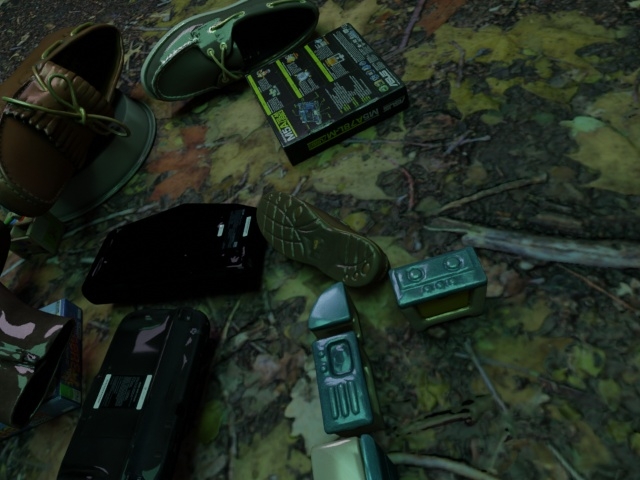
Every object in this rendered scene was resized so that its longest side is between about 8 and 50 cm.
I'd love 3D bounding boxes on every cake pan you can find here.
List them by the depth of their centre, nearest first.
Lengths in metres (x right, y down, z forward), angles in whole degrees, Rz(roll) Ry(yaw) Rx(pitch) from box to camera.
[{"bbox_3d":[-0.417,-0.154,0.791,0.294,0.054,0.293,-9,54,13],"label":"cake pan"}]

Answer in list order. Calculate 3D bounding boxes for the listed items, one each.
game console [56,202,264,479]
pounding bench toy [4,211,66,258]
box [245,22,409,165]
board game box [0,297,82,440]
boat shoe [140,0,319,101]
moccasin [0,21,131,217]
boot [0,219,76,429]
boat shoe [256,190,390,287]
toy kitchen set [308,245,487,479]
[{"bbox_3d":[-0.183,0.093,0.521,0.213,0.043,0.361,-8,47,15],"label":"game console"},{"bbox_3d":[-0.425,-0.019,0.681,0.065,0.083,0.052,-9,55,13],"label":"pounding bench toy"},{"bbox_3d":[0.003,-0.218,0.694,0.184,0.045,0.190,-29,53,2],"label":"box"},{"bbox_3d":[-0.384,0.169,0.570,0.201,0.035,0.136,-23,52,3],"label":"board game box"},{"bbox_3d":[-0.142,-0.311,0.766,0.305,0.109,0.091,-34,48,-10],"label":"boat shoe"},{"bbox_3d":[-0.363,-0.192,0.689,0.147,0.139,0.379,-18,43,18],"label":"moccasin"},{"bbox_3d":[-0.374,0.085,0.563,0.207,0.090,0.248,4,59,12],"label":"boot"},{"bbox_3d":[0.000,0.000,0.537,0.178,0.060,0.064,30,99,31],"label":"boat shoe"},{"bbox_3d":[0.078,0.110,0.392,0.166,0.122,0.207,-17,53,8],"label":"toy kitchen set"}]
